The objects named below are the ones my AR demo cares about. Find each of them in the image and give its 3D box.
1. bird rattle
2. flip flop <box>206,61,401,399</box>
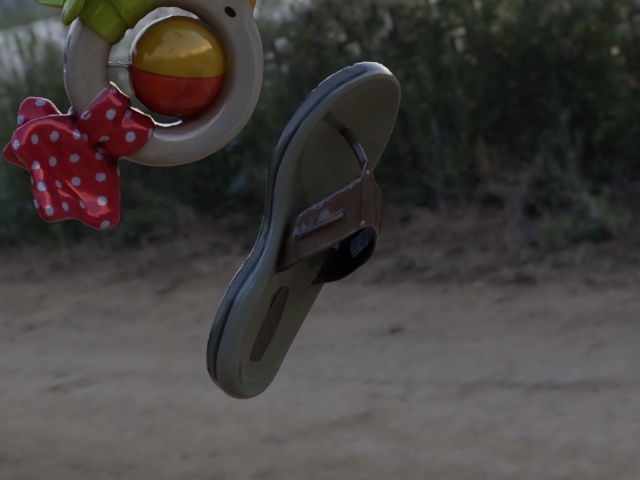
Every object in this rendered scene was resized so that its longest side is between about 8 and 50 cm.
[{"bbox_3d":[-0.147,-0.134,1.393,0.207,0.253,0.143,2,3,-14],"label":"bird rattle"},{"bbox_3d":[0.000,0.000,1.293,0.080,0.277,0.112,28,7,34],"label":"flip flop"}]
